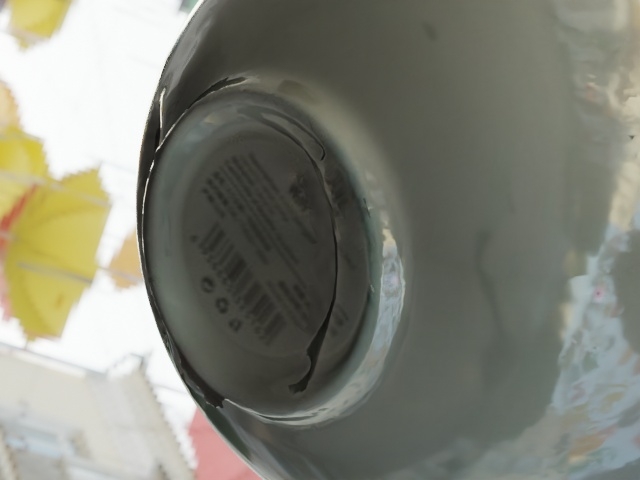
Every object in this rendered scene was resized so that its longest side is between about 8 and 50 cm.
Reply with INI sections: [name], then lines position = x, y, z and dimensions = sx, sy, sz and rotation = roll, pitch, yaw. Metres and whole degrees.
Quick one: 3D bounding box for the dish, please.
[dish]
position = 0.000, 0.000, 0.564
dimensions = 0.228, 0.086, 0.236
rotation = -16, -94, 44
